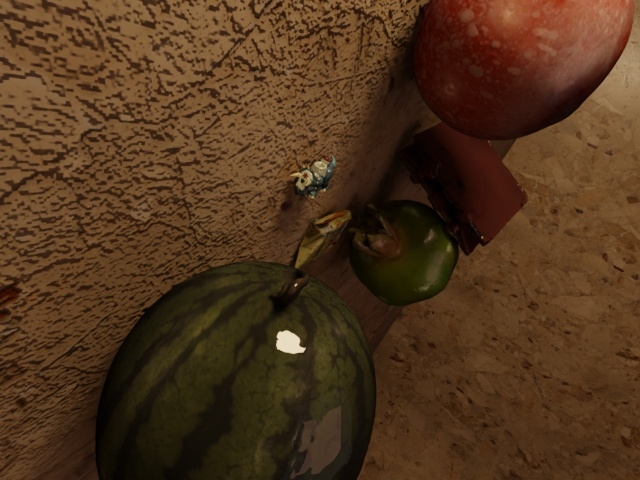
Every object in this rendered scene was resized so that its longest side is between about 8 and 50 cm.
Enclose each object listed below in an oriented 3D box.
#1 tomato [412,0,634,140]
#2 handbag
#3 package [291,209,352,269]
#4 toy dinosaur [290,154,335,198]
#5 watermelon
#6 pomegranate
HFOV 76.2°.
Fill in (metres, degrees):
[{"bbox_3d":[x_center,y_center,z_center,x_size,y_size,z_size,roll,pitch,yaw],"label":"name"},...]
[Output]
[{"bbox_3d":[0.259,-0.255,0.540,0.270,0.227,0.270,-27,169,-6],"label":"tomato"},{"bbox_3d":[0.307,-0.131,0.863,0.275,0.260,0.084,-31,179,-43],"label":"handbag"},{"bbox_3d":[0.001,-0.002,0.710,0.108,0.031,0.121,-26,152,-52],"label":"package"},{"bbox_3d":[-0.006,-0.087,0.548,0.083,0.030,0.047,-35,156,-43],"label":"toy dinosaur"},{"bbox_3d":[-0.082,0.173,0.441,0.279,0.279,0.359,-15,132,-61],"label":"watermelon"},{"bbox_3d":[0.159,0.016,0.853,0.236,0.236,0.302,-56,149,5],"label":"pomegranate"}]
